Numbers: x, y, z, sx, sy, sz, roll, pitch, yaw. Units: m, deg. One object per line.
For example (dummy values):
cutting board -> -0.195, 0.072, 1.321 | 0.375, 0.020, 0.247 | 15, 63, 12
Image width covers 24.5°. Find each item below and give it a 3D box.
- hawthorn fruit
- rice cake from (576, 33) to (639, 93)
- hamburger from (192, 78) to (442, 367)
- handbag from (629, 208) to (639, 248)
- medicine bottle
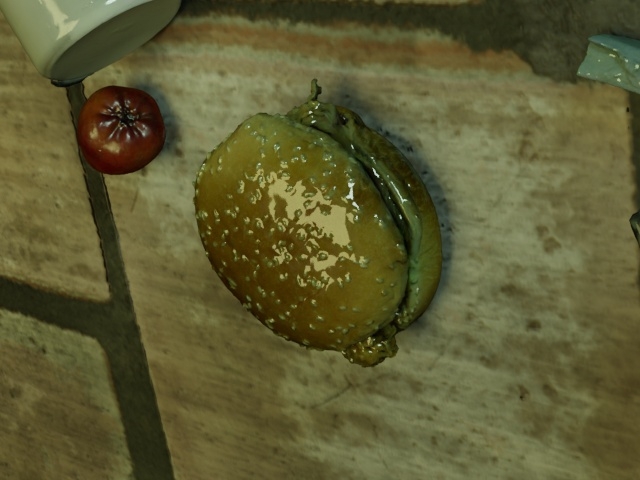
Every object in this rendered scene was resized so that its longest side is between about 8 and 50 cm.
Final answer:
hawthorn fruit -> -0.186, -0.097, 1.349 | 0.081, 0.081, 0.093 | 58, 156, 5
rice cake -> 0.241, -0.093, 0.917 | 0.180, 0.042, 0.030 | 24, 124, 36
hamburger -> 0.000, 0.000, 1.165 | 0.215, 0.122, 0.189 | 53, 137, 8
handbag -> 0.375, 0.046, 0.749 | 0.416, 0.180, 0.316 | -26, 89, 53
medicine bottle -> -0.239, -0.276, 1.251 | 0.258, 0.143, 0.143 | 57, 140, 5
